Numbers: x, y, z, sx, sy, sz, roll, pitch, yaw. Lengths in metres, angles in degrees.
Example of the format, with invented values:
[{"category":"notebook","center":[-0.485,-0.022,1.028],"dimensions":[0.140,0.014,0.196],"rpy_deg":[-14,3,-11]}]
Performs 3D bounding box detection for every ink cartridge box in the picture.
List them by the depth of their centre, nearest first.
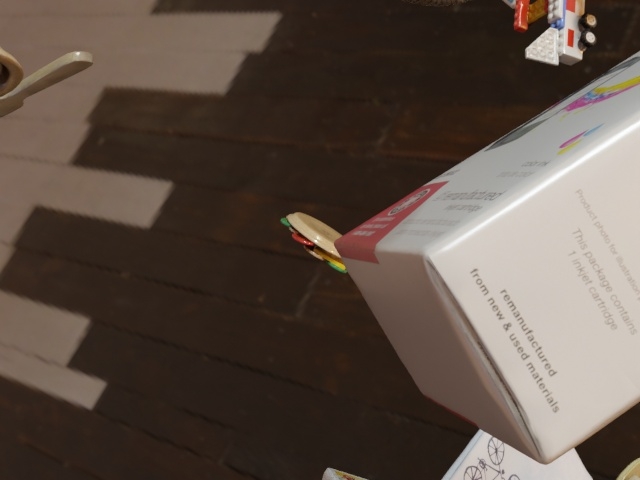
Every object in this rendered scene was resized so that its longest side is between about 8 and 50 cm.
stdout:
[{"category":"ink cartridge box","center":[0.182,-0.024,0.732],"dimensions":[0.306,0.131,0.226],"rpy_deg":[-34,6,-9]}]

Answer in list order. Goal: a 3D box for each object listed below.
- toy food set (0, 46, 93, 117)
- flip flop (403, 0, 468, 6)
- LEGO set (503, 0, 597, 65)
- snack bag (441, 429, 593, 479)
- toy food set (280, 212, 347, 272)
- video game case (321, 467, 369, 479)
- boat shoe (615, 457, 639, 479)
[{"category":"toy food set","center":[-0.228,-0.079,0.705],"dimensions":[0.132,0.192,0.039],"rpy_deg":[-18,77,43]},{"category":"flip flop","center":[-0.012,-0.214,0.619],"dimensions":[0.277,0.080,0.112],"rpy_deg":[35,115,20]},{"category":"LEGO set","center":[0.182,-0.242,0.951],"dimensions":[0.182,0.060,0.244],"rpy_deg":[-67,26,23]},{"category":"snack bag","center":[0.236,0.361,1.376],"dimensions":[0.037,0.343,0.323],"rpy_deg":[-18,16,41]},{"category":"toy food set","center":[0.000,0.000,1.201],"dimensions":[0.020,0.083,0.082],"rpy_deg":[-57,-1,10]},{"category":"video game case","center":[0.128,0.366,1.597],"dimensions":[0.026,0.227,0.206],"rpy_deg":[-67,19,8]},{"category":"boat shoe","center":[0.402,0.348,1.683],"dimensions":[0.048,0.056,0.153],"rpy_deg":[24,46,31]}]
